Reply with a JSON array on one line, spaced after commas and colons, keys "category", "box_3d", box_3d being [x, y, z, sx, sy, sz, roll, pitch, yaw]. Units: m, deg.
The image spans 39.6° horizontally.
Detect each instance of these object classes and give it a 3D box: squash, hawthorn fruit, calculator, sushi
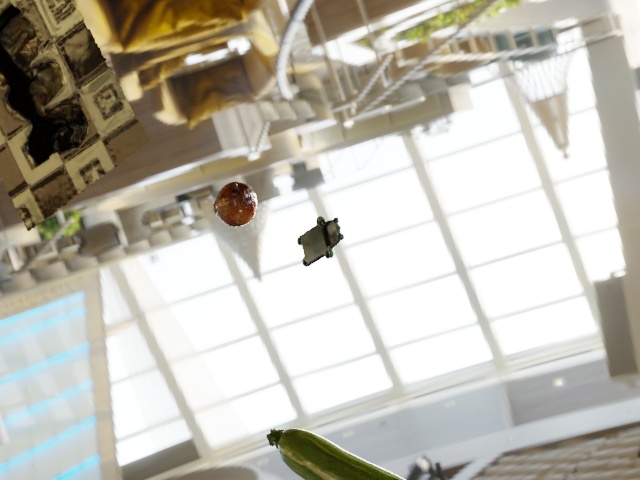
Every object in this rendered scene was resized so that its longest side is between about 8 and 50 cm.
[{"category": "squash", "box_3d": [0.045, 0.506, 1.927, 0.395, 0.107, 0.107, 20, -155, 31]}, {"category": "hawthorn fruit", "box_3d": [-0.135, -0.061, 1.441, 0.077, 0.077, 0.077, -18, -177, 1]}, {"category": "calculator", "box_3d": [0.000, 0.000, 1.826, 0.019, 0.094, 0.141, 0, 157, -39]}, {"category": "sushi", "box_3d": [-0.439, -0.251, 1.463, 0.296, 0.373, 0.100, -31, 176, 26]}]
